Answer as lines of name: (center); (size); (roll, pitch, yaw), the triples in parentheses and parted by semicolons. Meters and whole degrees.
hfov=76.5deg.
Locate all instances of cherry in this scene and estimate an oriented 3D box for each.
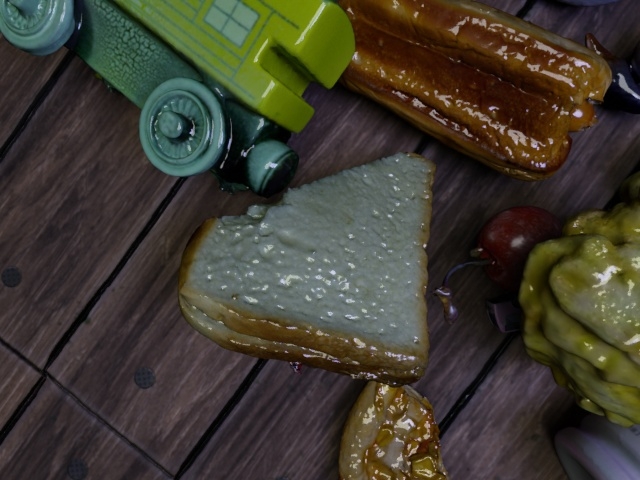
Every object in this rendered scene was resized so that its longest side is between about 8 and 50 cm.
cherry: (0.216, 0.032, 0.493); (0.225, 0.090, 0.107); (-33, 131, -21)

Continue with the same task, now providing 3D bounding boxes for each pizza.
pizza: (0.101, 0.277, 0.531); (0.161, 0.062, 0.182); (30, 89, -2)

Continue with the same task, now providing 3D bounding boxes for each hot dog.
hot dog: (0.158, -0.204, 0.502); (0.348, 0.117, 0.158); (31, 100, 14)

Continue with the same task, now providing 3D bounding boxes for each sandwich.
sandwich: (0.001, -0.003, 0.450); (0.254, 0.100, 0.288); (16, 56, 0)

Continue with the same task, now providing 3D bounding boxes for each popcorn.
popcorn: (0.317, 0.057, 0.391); (0.233, 0.192, 0.266); (-12, 116, -19)

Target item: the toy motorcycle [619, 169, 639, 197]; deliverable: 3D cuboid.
toy motorcycle: (0.539, -0.016, 0.461); (0.331, 0.125, 0.196); (15, 74, 7)

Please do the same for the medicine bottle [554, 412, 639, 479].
medicine bottle: (0.459, 0.238, 0.439); (0.315, 0.202, 0.202); (-29, 87, 2)

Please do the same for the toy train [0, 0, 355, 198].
toy train: (-0.164, -0.253, 0.469); (0.442, 0.179, 0.272); (40, 104, 10)

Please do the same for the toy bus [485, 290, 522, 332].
toy bus: (0.289, 0.089, 0.535); (0.130, 0.037, 0.052); (-10, 93, 2)

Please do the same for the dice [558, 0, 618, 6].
dice: (0.334, -0.406, 0.446); (0.193, 0.194, 0.192); (29, 90, -14)

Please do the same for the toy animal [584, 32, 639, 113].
toy animal: (0.489, -0.264, 0.488); (0.298, 0.122, 0.185); (-7, 84, 10)

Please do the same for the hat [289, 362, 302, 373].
hat: (0.006, 0.056, 0.533); (0.227, 0.129, 0.140); (-39, 59, -15)
